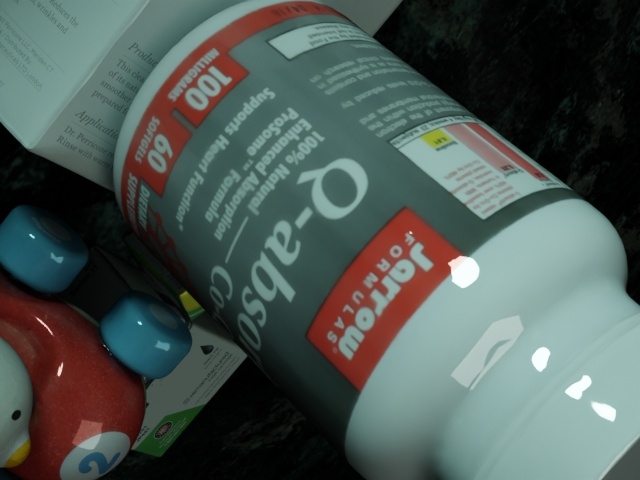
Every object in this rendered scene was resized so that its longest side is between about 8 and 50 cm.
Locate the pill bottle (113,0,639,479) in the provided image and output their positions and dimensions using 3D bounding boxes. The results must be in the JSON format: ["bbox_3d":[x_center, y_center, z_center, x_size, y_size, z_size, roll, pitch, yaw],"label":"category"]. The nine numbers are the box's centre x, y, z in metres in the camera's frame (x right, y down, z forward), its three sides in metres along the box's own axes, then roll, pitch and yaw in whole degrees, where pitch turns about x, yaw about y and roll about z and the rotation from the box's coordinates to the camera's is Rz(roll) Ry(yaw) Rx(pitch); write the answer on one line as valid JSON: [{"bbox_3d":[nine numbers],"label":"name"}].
[{"bbox_3d":[0.052,0.021,0.646,0.210,0.363,0.210,-33,148,-24],"label":"pill bottle"}]

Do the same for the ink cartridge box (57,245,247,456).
[{"bbox_3d":[-0.188,0.114,1.016,0.153,0.087,0.208,-49,147,3],"label":"ink cartridge box"}]

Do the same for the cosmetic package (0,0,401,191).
[{"bbox_3d":[-0.059,-0.213,0.748,0.385,0.156,0.217,-51,148,4],"label":"cosmetic package"}]

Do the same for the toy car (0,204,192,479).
[{"bbox_3d":[-0.243,0.123,0.773,0.219,0.210,0.238,-49,-175,11],"label":"toy car"}]

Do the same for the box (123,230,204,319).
[{"bbox_3d":[-0.082,-0.015,0.982,0.179,0.105,0.043,-37,140,-16],"label":"box"}]
